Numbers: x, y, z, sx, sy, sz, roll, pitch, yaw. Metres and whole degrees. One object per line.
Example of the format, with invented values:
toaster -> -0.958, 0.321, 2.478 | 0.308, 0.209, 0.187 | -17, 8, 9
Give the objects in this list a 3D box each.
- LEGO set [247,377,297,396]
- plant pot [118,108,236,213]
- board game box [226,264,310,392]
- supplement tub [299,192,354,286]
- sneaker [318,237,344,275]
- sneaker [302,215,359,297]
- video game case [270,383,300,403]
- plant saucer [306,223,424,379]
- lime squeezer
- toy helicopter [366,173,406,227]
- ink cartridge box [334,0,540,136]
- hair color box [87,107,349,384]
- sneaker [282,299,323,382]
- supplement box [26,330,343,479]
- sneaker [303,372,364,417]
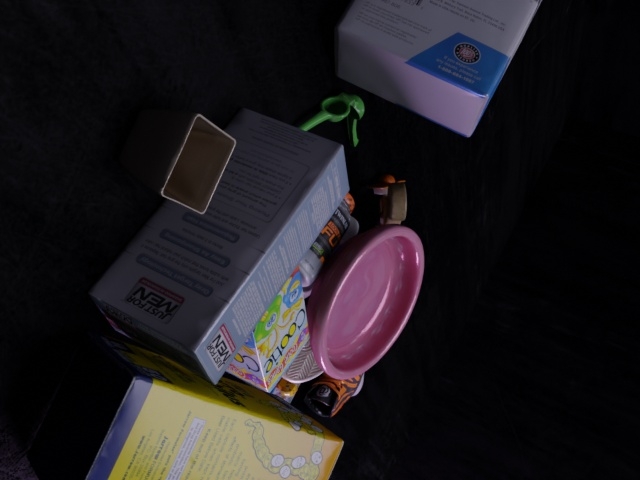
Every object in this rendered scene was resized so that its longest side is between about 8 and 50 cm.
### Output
LEGO set -> -0.106, 0.300, 1.516 | 0.227, 0.093, 0.087 | -53, 154, -30
plant pot -> -0.191, -0.111, 0.939 | 0.109, 0.096, 0.109 | -65, 158, -2
board game box -> -0.122, 0.111, 1.240 | 0.144, 0.142, 0.275 | -52, 153, -32
supplement tub -> -0.020, -0.017, 1.381 | 0.190, 0.117, 0.117 | -57, 155, -24
sneaker -> 0.000, 0.000, 1.487 | 0.084, 0.152, 0.058 | -16, 171, -13
sneaker -> 0.004, 0.037, 1.561 | 0.212, 0.080, 0.094 | -51, 165, -19
video game case -> -0.106, 0.380, 1.655 | 0.119, 0.015, 0.166 | 4, 116, -61
plant saucer -> 0.083, 0.115, 1.465 | 0.332, 0.084, 0.332 | -32, 135, -39
lime squeezer -> 0.024, -0.232, 1.383 | 0.110, 0.059, 0.310 | -43, 169, 24
toy helicopter -> 0.165, -0.065, 1.689 | 0.355, 0.140, 0.235 | 92, -1, -75
ink cartridge box -> 0.239, -0.432, 1.319 | 0.395, 0.285, 0.166 | -60, 171, -15
hair color box -> -0.131, -0.005, 1.055 | 0.374, 0.185, 0.114 | -55, 155, -26
sneaker -> 0.020, 0.160, 1.645 | 0.350, 0.131, 0.148 | -55, -176, 0
supplement box -> -0.180, 0.291, 1.017 | 0.356, 0.194, 0.195 | 29, 84, -36
sneaker -> 0.051, 0.334, 1.857 | 0.180, 0.124, 0.321 | -42, 147, -47
